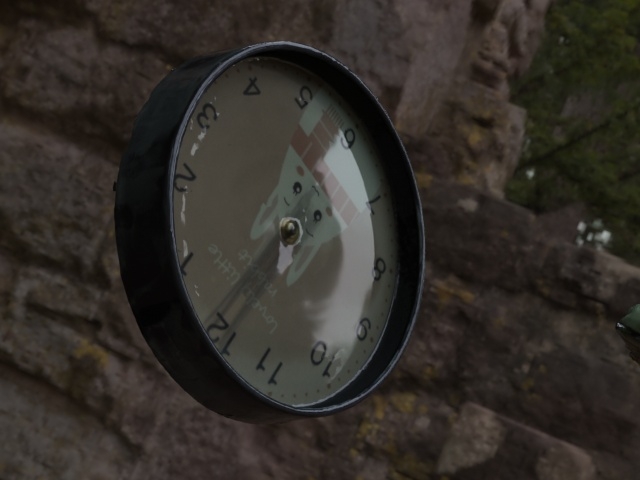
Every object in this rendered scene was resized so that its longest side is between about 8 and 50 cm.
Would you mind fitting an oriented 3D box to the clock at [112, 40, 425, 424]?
[{"bbox_3d":[-0.032,-0.010,1.029,0.076,0.386,0.386,-9,-33,42],"label":"clock"}]

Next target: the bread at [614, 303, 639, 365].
[{"bbox_3d":[0.373,0.136,1.009,0.232,0.064,0.172,45,1,-11],"label":"bread"}]
